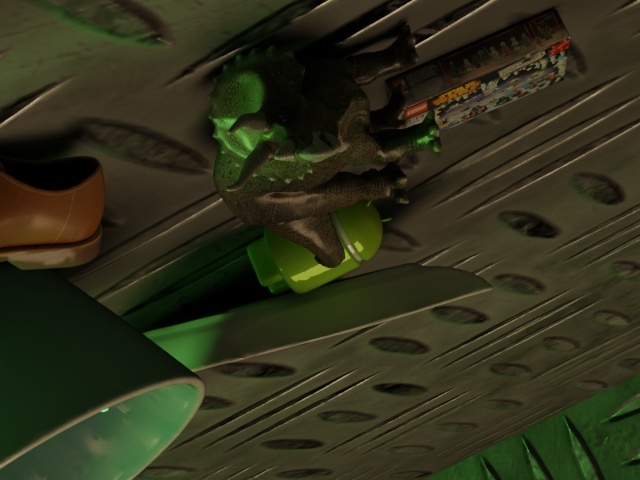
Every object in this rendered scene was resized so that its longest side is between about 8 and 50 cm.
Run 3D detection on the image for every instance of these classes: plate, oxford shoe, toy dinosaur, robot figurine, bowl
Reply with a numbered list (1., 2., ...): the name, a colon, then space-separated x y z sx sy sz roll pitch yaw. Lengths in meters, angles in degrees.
1. plate: -0.034 0.070 1.757 0.277 0.045 0.278 -13 179 -34
2. oxford shoe: -0.231 -0.020 1.244 0.212 0.076 0.076 -11 130 -34
3. toy dinosaur: -0.012 -0.064 1.366 0.160 0.121 0.313 -8 167 -12
4. robot figurine: 0.000 0.000 1.633 0.115 0.067 0.101 -27 153 10
5. bowl: -0.254 0.129 1.441 0.311 0.163 0.311 -34 167 -9

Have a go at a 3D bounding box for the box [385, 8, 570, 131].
1. box: 0.117 -0.118 1.483 0.137 0.027 0.094 -24 164 -2
